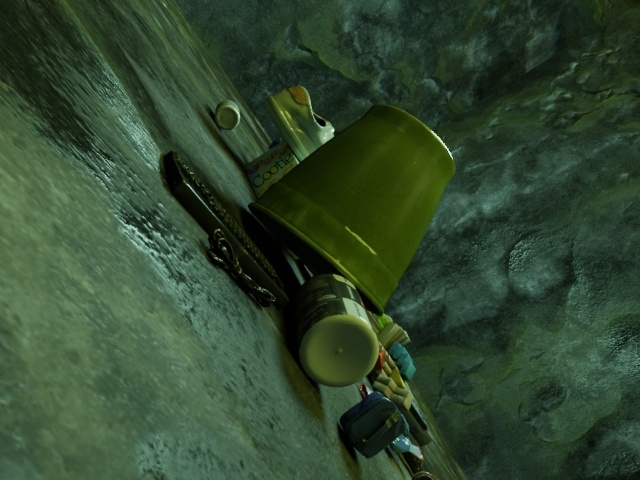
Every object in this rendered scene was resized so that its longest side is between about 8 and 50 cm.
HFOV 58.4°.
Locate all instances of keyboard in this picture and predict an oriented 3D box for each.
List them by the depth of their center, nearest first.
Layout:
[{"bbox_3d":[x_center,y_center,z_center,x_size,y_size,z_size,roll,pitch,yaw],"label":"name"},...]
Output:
[{"bbox_3d":[-0.130,0.008,0.885,0.317,0.033,0.202,54,7,-44],"label":"keyboard"}]

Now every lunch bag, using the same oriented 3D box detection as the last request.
[{"bbox_3d":[0.080,0.293,0.904,0.067,0.098,0.065,56,-14,-6],"label":"lunch bag"}]

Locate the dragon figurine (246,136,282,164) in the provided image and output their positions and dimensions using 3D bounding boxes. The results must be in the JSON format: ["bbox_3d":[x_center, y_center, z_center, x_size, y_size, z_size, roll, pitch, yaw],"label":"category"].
[{"bbox_3d":[-0.139,-0.241,1.750,0.085,0.144,0.289,59,4,-1],"label":"dragon figurine"}]

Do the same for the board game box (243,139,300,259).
[{"bbox_3d":[-0.081,-0.112,1.535,0.142,0.144,0.275,53,6,-49],"label":"board game box"}]

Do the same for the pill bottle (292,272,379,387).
[{"bbox_3d":[0.017,0.138,1.002,0.131,0.130,0.246,57,4,-18],"label":"pill bottle"}]

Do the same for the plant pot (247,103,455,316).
[{"bbox_3d":[0.094,-0.090,1.239,0.366,0.353,0.366,38,-7,6],"label":"plant pot"}]

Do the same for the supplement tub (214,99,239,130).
[{"bbox_3d":[-0.262,-0.353,1.611,0.071,0.071,0.107,57,5,-24],"label":"supplement tub"}]

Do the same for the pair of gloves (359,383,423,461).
[{"bbox_3d":[0.154,0.403,1.256,0.159,0.023,0.198,41,10,-17],"label":"pair of gloves"}]

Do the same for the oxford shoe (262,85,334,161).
[{"bbox_3d":[-0.008,-0.265,1.622,0.169,0.130,0.449,57,3,37],"label":"oxford shoe"}]

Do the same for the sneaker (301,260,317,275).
[{"bbox_3d":[0.021,0.092,1.624,0.161,0.102,0.282,44,-14,37],"label":"sneaker"}]

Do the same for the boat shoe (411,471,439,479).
[{"bbox_3d":[0.240,0.548,1.098,0.207,0.073,0.073,60,2,16],"label":"boat shoe"}]

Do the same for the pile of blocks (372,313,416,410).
[{"bbox_3d":[0.178,0.301,1.616,0.113,0.148,0.362,56,6,-40],"label":"pile of blocks"}]

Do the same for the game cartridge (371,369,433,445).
[{"bbox_3d":[0.237,0.463,1.808,0.355,0.068,0.230,57,1,-28],"label":"game cartridge"}]

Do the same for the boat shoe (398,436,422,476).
[{"bbox_3d":[0.217,0.512,1.320,0.133,0.042,0.049,60,2,-11],"label":"boat shoe"}]

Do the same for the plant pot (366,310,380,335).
[{"bbox_3d":[0.075,0.193,1.443,0.238,0.109,0.237,58,3,-5],"label":"plant pot"}]
